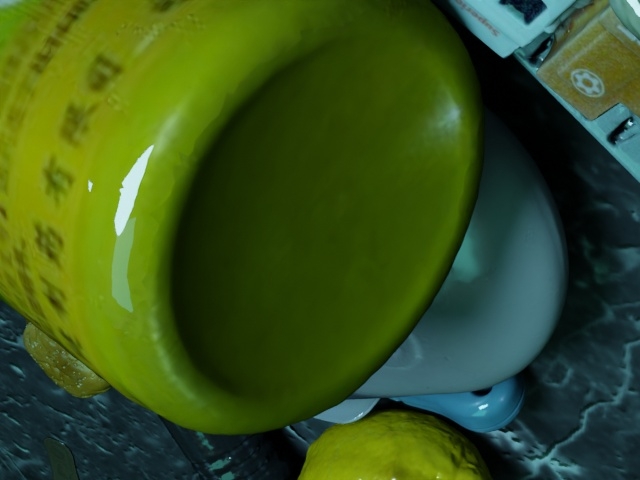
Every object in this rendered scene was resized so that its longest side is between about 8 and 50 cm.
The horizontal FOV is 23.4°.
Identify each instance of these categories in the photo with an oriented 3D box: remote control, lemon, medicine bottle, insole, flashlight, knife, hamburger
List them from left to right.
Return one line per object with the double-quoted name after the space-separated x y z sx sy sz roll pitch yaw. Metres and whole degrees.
-0.233 0.228 1.432 0.045 0.002 0.135 19 138 23 "insole"
-0.197 0.086 1.224 0.083 0.044 0.076 45 143 -13 "hamburger"
-0.123 -0.081 0.787 0.384 0.224 0.224 32 146 40 "medicine bottle"
-0.077 0.141 1.156 0.093 0.093 0.232 -11 116 45 "flashlight"
0.000 0.000 0.924 0.332 0.103 0.221 -9 114 45 "remote control"
0.029 0.098 1.039 0.244 0.058 0.032 0 149 39 "knife"
0.053 0.170 1.048 0.155 0.114 0.114 -6 125 43 "lemon"

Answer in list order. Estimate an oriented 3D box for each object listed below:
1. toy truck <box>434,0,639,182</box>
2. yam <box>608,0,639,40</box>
0.151 -0.106 0.674 0.338 0.133 0.184 39 153 -4 "toy truck"
0.200 -0.155 0.455 0.195 0.300 0.195 16 127 22 "yam"
